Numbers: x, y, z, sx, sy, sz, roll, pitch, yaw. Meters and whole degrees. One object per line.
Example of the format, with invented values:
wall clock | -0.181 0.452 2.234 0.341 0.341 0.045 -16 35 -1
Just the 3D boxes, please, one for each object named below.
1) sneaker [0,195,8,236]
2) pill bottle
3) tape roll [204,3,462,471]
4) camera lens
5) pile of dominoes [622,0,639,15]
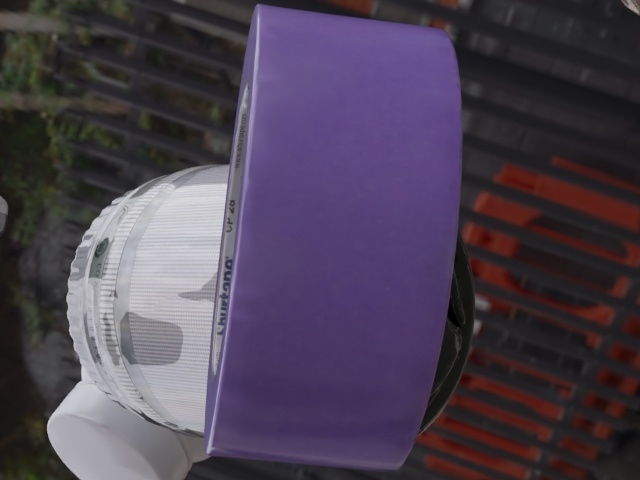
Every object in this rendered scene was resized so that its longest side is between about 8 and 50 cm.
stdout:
sneaker | -0.406 -0.073 1.186 0.111 0.297 0.129 47 -118 -77
pill bottle | -0.133 0.116 1.334 0.283 0.160 0.160 -54 -15 -36
tape roll | 0.000 0.000 0.568 0.189 0.080 0.189 -174 90 -85
camera lens | -0.038 0.048 1.032 0.219 0.274 0.219 1 -91 -43
pile of dominoes | 0.291 -0.168 0.993 0.040 0.251 0.196 -44 -25 5
